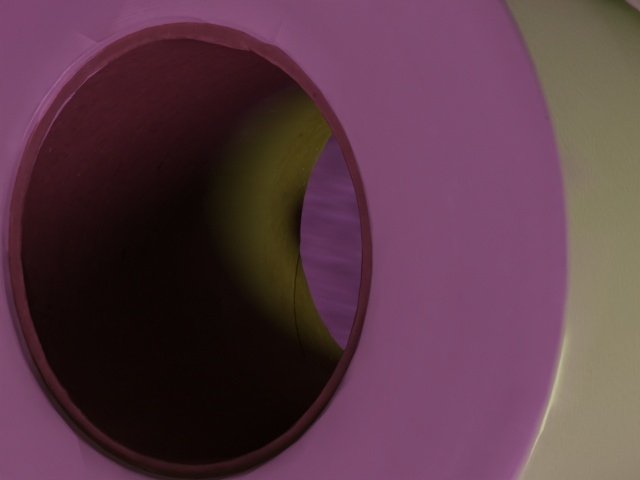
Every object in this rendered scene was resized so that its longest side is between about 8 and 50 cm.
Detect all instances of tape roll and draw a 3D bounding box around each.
[{"bbox_3d":[0.000,0.000,0.469,0.246,0.246,0.169,-10,176,32],"label":"tape roll"}]

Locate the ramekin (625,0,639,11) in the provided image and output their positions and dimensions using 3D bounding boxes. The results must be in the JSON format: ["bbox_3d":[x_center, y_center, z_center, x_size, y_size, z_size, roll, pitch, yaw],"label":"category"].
[{"bbox_3d":[0.162,-0.153,0.364,0.272,0.127,0.273,10,146,7],"label":"ramekin"}]
